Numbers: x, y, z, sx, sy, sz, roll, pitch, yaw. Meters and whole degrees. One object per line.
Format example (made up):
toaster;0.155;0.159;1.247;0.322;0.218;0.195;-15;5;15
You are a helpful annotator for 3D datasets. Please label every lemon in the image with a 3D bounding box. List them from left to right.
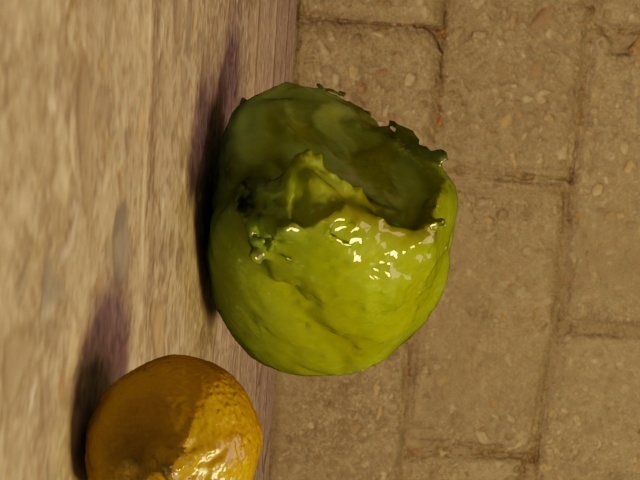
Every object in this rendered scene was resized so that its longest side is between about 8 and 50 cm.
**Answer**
lemon;-0.067;0.093;0.424;0.111;0.082;0.082;92;2;-83

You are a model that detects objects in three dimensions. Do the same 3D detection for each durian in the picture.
durian;0.000;0.000;0.815;0.340;0.204;0.256;95;-12;-51
